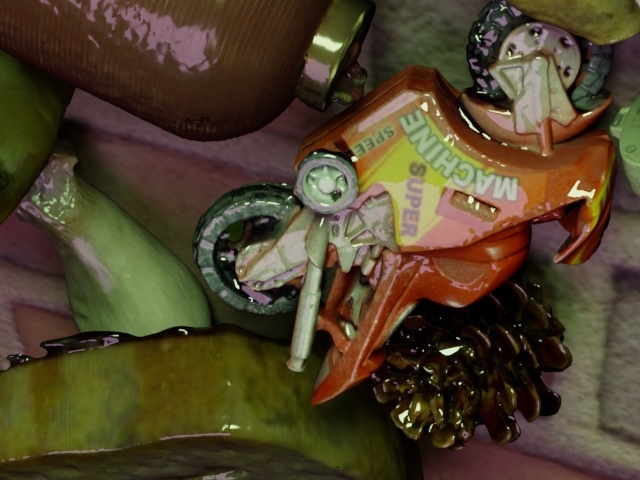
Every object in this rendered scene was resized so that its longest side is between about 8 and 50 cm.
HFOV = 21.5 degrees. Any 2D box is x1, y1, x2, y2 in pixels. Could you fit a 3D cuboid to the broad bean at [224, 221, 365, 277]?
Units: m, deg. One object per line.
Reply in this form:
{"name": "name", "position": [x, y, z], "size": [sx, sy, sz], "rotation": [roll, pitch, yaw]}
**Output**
{"name": "broad bean", "position": [0.000, 0.000, 1.151], "size": [0.213, 0.048, 0.070], "rotation": [-14, 124, 41]}

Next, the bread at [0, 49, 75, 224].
{"name": "bread", "position": [-0.302, -0.124, 0.999], "size": [0.210, 0.300, 0.341], "rotation": [9, 136, 38]}

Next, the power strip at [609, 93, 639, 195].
{"name": "power strip", "position": [0.268, -0.053, 0.903], "size": [0.227, 0.080, 0.029], "rotation": [4, 137, 29]}

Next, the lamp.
{"name": "lamp", "position": [-0.084, -0.158, 0.949], "size": [0.258, 0.180, 0.180], "rotation": [25, 141, 4]}

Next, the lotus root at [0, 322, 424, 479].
{"name": "lotus root", "position": [-0.112, 0.180, 1.266], "size": [0.375, 0.111, 0.390], "rotation": [14, 149, -17]}

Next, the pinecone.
{"name": "pinecone", "position": [0.094, 0.079, 1.119], "size": [0.140, 0.121, 0.140], "rotation": [27, 135, 30]}

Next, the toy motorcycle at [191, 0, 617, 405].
{"name": "toy motorcycle", "position": [0.065, -0.022, 1.003], "size": [0.298, 0.089, 0.171], "rotation": [-35, 114, 22]}

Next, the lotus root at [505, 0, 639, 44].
{"name": "lotus root", "position": [0.070, -0.197, 0.857], "size": [0.258, 0.110, 0.097], "rotation": [37, 100, -17]}

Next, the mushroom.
{"name": "mushroom", "position": [-0.157, 0.026, 1.243], "size": [0.116, 0.093, 0.225], "rotation": [13, 145, 47]}

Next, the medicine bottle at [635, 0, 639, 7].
{"name": "medicine bottle", "position": [0.200, -0.137, 0.826], "size": [0.078, 0.115, 0.219], "rotation": [-14, 123, 42]}
